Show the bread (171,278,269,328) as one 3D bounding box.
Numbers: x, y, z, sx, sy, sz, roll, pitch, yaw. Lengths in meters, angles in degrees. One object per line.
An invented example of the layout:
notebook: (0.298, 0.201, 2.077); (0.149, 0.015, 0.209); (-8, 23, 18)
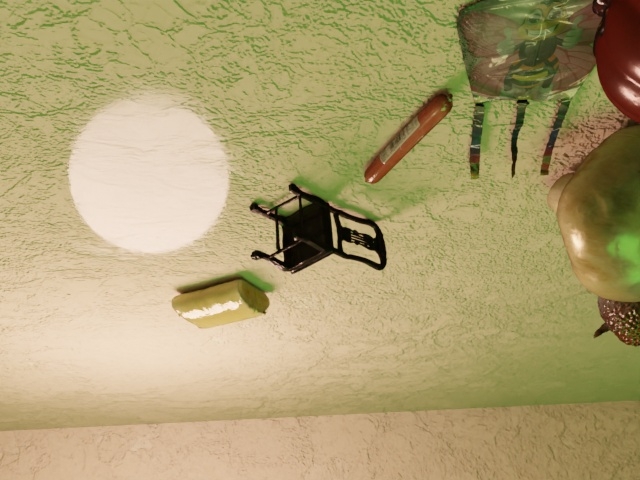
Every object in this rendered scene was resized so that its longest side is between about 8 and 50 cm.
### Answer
bread: (-0.221, 0.144, 1.358); (0.178, 0.060, 0.139); (-15, 151, 21)

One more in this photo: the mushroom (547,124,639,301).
mushroom: (0.447, -0.044, 0.933); (0.253, 0.260, 0.234); (13, -174, -34)

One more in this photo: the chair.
chair: (0.000, 0.000, 1.057); (0.113, 0.106, 0.229); (-26, 145, 35)

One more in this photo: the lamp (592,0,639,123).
lamp: (0.365, -0.219, 0.586); (0.226, 0.227, 0.227); (-3, 153, -2)

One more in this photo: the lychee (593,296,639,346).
lychee: (0.719, 0.167, 1.418); (0.197, 0.165, 0.165); (-37, 141, 21)

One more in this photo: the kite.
kite: (0.268, -0.194, 0.811); (0.204, 0.022, 0.360); (-6, 149, 3)

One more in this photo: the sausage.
sausage: (0.121, -0.141, 0.881); (0.029, 0.029, 0.223); (10, 150, -25)
